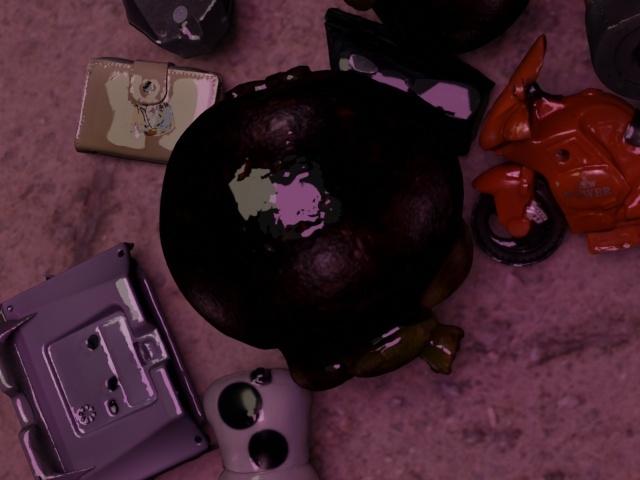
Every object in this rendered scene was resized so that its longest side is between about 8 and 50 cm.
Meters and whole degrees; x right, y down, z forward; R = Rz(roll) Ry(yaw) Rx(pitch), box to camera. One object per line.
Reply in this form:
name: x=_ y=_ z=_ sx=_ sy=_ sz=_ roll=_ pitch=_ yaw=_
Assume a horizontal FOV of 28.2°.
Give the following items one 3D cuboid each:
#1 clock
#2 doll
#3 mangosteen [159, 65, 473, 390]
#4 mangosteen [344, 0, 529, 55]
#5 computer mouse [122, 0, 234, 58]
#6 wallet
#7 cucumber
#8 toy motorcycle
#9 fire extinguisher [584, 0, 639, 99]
clock: x=-0.237 y=0.143 z=1.340 sx=0.186 sy=0.083 sz=0.253 roll=-26 pitch=79 yaw=9
doll: x=-0.055 y=0.214 z=1.279 sx=0.110 sy=0.107 sz=0.180 roll=-7 pitch=89 yaw=-8
mangosteen: x=-0.010 y=-0.009 z=1.207 sx=0.297 sy=0.297 sz=0.313 roll=12 pitch=122 yaw=15
mangosteen: x=0.096 y=-0.275 z=1.227 sx=0.231 sy=0.194 sz=0.194 roll=3 pitch=84 yaw=-24
computer mouse: x=-0.157 y=-0.295 z=1.372 sx=0.126 sy=0.071 sz=0.231 roll=-36 pitch=67 yaw=22
wallet: x=-0.184 y=-0.139 z=1.377 sx=0.155 sy=0.039 sz=0.110 roll=9 pitch=90 yaw=15
cucumber: x=0.075 y=-0.160 z=1.300 sx=0.193 sy=0.086 sz=0.115 roll=22 pitch=88 yaw=8
toy motorcycle: x=0.291 y=-0.100 z=1.214 sx=0.326 sy=0.148 sz=0.221 roll=-11 pitch=104 yaw=14
fire extinguisher: x=0.320 y=-0.295 z=1.201 sx=0.200 sy=0.113 sz=0.376 roll=14 pitch=51 yaw=-18
